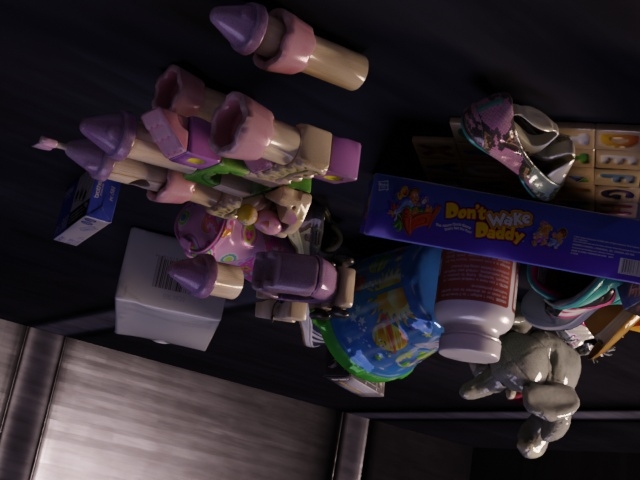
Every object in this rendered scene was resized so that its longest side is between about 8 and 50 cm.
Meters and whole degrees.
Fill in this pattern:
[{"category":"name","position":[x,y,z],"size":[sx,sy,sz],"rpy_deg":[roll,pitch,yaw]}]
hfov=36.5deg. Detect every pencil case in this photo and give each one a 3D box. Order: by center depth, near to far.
[{"category":"pencil case","position":[-0.118,0.017,1.659],"size":[0.124,0.124,0.284],"rpy_deg":[-2,158,35]}]

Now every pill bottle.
[{"category":"pill bottle","position":[0.236,0.071,1.469],"size":[0.121,0.216,0.121],"rpy_deg":[9,162,3]}]

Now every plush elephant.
[{"category":"plush elephant","position":[0.400,0.263,1.941],"size":[0.255,0.272,0.330],"rpy_deg":[8,140,-42]}]

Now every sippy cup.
[{"category":"sippy cup","position":[0.148,0.108,1.666],"size":[0.224,0.305,0.240],"rpy_deg":[-31,93,50]}]

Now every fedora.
[{"category":"fedora","position":[0.497,0.117,1.646],"size":[0.079,0.194,0.194],"rpy_deg":[45,168,13]}]

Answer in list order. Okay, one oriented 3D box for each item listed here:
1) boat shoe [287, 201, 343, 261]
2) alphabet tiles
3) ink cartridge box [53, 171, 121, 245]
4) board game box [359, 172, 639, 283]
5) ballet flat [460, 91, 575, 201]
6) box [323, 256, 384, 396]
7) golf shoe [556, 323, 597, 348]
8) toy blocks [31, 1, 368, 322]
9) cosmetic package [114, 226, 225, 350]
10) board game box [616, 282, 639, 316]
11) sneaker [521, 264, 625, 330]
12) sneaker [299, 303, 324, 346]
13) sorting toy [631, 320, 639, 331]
[{"category":"boat shoe","position":[0.000,-0.001,1.606],"size":[0.073,0.080,0.223],"rpy_deg":[10,159,18]},{"category":"alphabet tiles","position":[0.301,-0.090,1.270],"size":[0.342,0.011,0.285],"rpy_deg":[5,162,17]},{"category":"ink cartridge box","position":[-0.387,-0.059,1.608],"size":[0.046,0.097,0.207],"rpy_deg":[18,161,-25]},{"category":"board game box","position":[0.230,-0.016,1.282],"size":[0.347,0.078,0.233],"rpy_deg":[10,-179,0]},{"category":"ballet flat","position":[0.246,-0.107,1.124],"size":[0.079,0.077,0.221],"rpy_deg":[-24,146,29]},{"category":"box","position":[0.076,0.167,1.844],"size":[0.056,0.231,0.183],"rpy_deg":[-2,161,23]},{"category":"golf shoe","position":[0.477,0.160,1.843],"size":[0.186,0.086,0.067],"rpy_deg":[17,162,-16]},{"category":"toy blocks","position":[-0.134,-0.079,1.040],"size":[0.260,0.309,0.288],"rpy_deg":[15,163,-37]},{"category":"cosmetic package","position":[-0.311,0.113,2.026],"size":[0.217,0.156,0.385],"rpy_deg":[13,164,-10]},{"category":"board game box","position":[0.571,0.051,1.374],"size":[0.165,0.042,0.243],"rpy_deg":[20,139,-31]},{"category":"sneaker","position":[0.381,0.070,1.536],"size":[0.178,0.124,0.295],"rpy_deg":[14,155,-29]},{"category":"sneaker","position":[0.041,0.183,2.139],"size":[0.153,0.099,0.282],"rpy_deg":[9,160,9]},{"category":"sorting toy","position":[0.659,0.151,1.790],"size":[0.208,0.038,0.193],"rpy_deg":[17,162,-22]}]
